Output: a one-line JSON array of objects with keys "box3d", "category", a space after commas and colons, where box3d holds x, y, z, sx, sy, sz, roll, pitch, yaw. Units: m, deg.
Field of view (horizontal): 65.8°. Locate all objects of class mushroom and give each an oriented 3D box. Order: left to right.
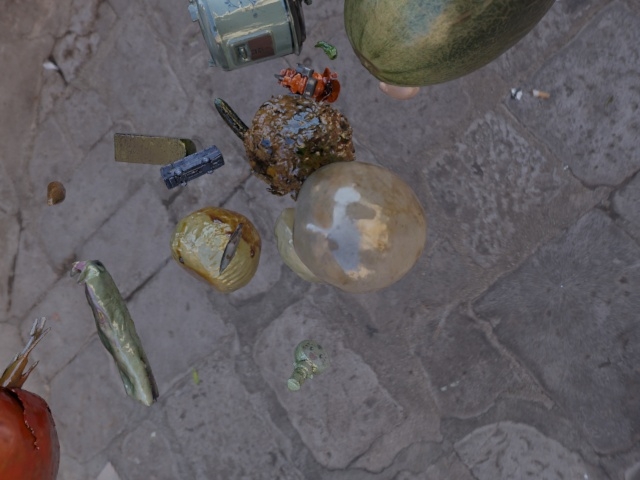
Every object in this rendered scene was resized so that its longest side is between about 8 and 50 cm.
[{"box3d": [0.072, -0.011, 1.072, 0.297, 0.298, 0.290, 55, 151, 20], "category": "mushroom"}]

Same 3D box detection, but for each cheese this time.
[{"box3d": [0.000, 0.000, 1.657, 0.326, 0.318, 0.115, 33, 132, 2], "category": "cheese"}]

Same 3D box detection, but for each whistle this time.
[{"box3d": [-0.045, 0.410, 1.627, 0.126, 0.258, 0.067, 36, 114, 5], "category": "whistle"}]

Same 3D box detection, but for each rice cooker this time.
[{"box3d": [-0.166, -0.568, 1.224, 0.317, 0.317, 0.264, -30, 63, 21], "category": "rice cooker"}]

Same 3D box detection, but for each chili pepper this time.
[{"box3d": [0.019, -0.551, 1.423, 0.091, 0.030, 0.034, 48, 115, 27], "category": "chili pepper"}]

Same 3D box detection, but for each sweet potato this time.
[{"box3d": [-0.901, -0.162, 1.683, 0.255, 0.058, 0.078, 19, 89, 57], "category": "sweet potato"}]

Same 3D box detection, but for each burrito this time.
[{"box3d": [-0.384, 0.177, 0.939, 0.096, 0.066, 0.309, 5, 118, 56], "category": "burrito"}]

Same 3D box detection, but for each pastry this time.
[{"box3d": [-0.421, 0.025, 2.054, 0.389, 0.388, 0.312, 25, 66, 26], "category": "pastry"}, {"box3d": [-0.047, -0.207, 1.159, 0.275, 0.275, 0.193, -51, 25, 13], "category": "pastry"}]

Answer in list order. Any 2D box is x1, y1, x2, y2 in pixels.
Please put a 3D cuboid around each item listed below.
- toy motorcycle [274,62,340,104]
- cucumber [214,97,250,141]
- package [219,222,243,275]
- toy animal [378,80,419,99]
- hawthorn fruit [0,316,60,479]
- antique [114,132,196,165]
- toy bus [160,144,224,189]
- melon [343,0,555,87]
[{"box3d": [-0.042, -0.562, 1.786, 0.221, 0.325, 0.147, 19, 111, 1], "category": "toy motorcycle"}, {"box3d": [-0.308, -0.427, 1.788, 0.058, 0.214, 0.052, -46, 32, -5], "category": "cucumber"}, {"box3d": [-0.134, 0.014, 0.736, 0.015, 0.037, 0.110, 32, 142, -1], "category": "package"}, {"box3d": [0.295, -0.612, 1.718, 0.230, 0.209, 0.221, -14, 39, -1], "category": "toy animal"}, {"box3d": [-0.316, 0.193, 0.405, 0.211, 0.211, 0.299, -4, 45, 26], "category": "hawthorn fruit"}, {"box3d": [-0.454, -0.251, 1.378, 0.221, 0.080, 0.081, 8, 104, 11], "category": "antique"}, {"box3d": [-0.336, -0.193, 1.299, 0.166, 0.047, 0.065, -27, 53, -15], "category": "toy bus"}, {"box3d": [0.180, -0.353, 0.666, 0.329, 0.248, 0.248, -39, 70, 7], "category": "melon"}]
